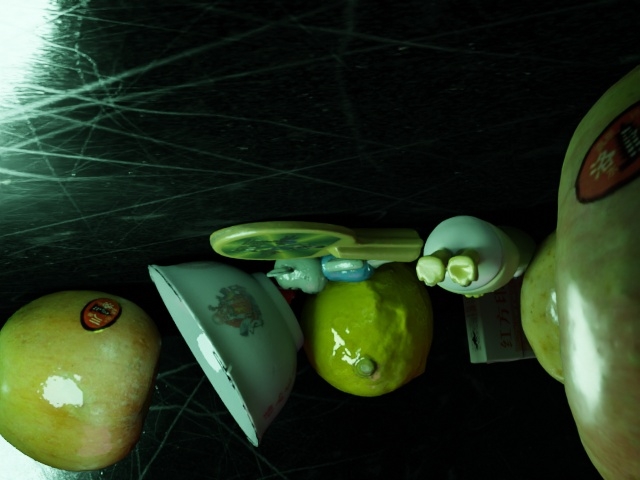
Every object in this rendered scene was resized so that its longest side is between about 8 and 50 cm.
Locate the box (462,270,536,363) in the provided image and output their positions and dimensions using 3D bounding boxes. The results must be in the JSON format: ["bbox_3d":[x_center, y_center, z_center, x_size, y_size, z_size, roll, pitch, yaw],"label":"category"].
[{"bbox_3d":[0.430,0.126,2.094,0.365,0.204,0.051,-1,170,-33],"label":"box"}]

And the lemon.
[{"bbox_3d":[0.079,0.139,1.821,0.233,0.233,0.288,-7,-155,13],"label":"lemon"}]

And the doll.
[{"bbox_3d":[0.250,0.029,1.620,0.141,0.117,0.296,-7,172,33],"label":"doll"}]

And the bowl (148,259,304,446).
[{"bbox_3d":[-0.128,0.150,1.760,0.157,0.345,0.345,-30,177,-14],"label":"bowl"}]

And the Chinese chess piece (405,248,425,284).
[{"bbox_3d":[0.223,0.044,1.915,0.144,0.058,0.144,-4,171,-1],"label":"Chinese chess piece"}]

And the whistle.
[{"bbox_3d":[0.030,0.041,1.716,0.235,0.077,0.114,-9,180,4],"label":"whistle"}]

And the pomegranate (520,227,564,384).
[{"bbox_3d":[0.444,0.094,1.573,0.307,0.307,0.307,-5,172,-1],"label":"pomegranate"}]

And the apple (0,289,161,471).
[{"bbox_3d":[-0.455,0.240,1.972,0.305,0.338,0.338,15,170,-4],"label":"apple"}]

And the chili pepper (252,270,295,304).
[{"bbox_3d":[-0.095,0.091,1.995,0.070,0.073,0.123,37,-171,25],"label":"chili pepper"}]

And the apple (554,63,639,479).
[{"bbox_3d":[0.357,0.024,0.778,0.346,0.391,0.391,-7,172,21],"label":"apple"}]

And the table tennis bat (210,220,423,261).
[{"bbox_3d":[0.000,0.000,1.542,0.321,0.050,0.198,3,167,-24],"label":"table tennis bat"}]
